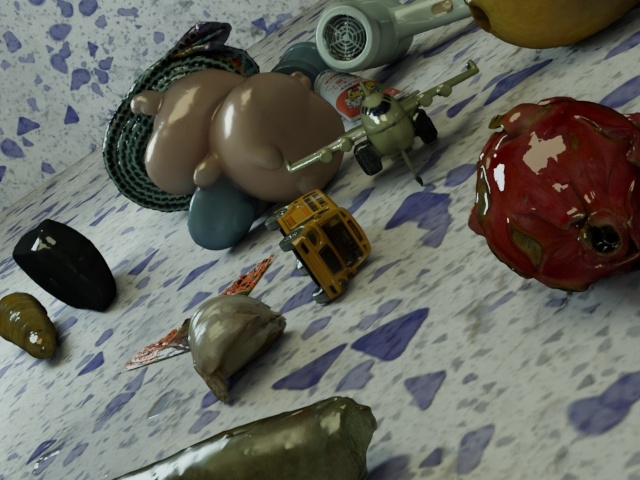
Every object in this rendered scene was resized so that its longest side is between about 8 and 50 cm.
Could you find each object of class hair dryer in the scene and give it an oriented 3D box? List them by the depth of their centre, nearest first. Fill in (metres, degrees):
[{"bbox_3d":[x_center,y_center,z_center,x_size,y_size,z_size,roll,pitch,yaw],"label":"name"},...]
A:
[{"bbox_3d":[0.176,-0.341,1.560,0.357,0.108,0.173,-16,8,25],"label":"hair dryer"}]

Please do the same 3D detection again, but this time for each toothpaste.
[{"bbox_3d":[0.049,-0.205,1.541,0.089,0.057,0.234,-28,23,-8],"label":"toothpaste"}]

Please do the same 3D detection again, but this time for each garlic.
[{"bbox_3d":[-0.081,0.084,0.953,0.094,0.074,0.113,-48,2,-6],"label":"garlic"}]

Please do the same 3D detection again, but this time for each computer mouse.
[{"bbox_3d":[-0.363,0.029,1.549,0.086,0.137,0.269,-51,19,-17],"label":"computer mouse"}]

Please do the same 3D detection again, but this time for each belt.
[{"bbox_3d":[-0.204,-0.182,1.661,0.295,0.207,0.160,-45,13,14],"label":"belt"}]

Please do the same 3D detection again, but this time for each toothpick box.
[{"bbox_3d":[-0.033,-0.255,1.741,0.101,0.101,0.153,-30,16,20],"label":"toothpick box"}]

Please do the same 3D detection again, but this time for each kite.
[{"bbox_3d":[-0.123,0.091,1.137,0.222,0.008,0.125,-38,19,-4],"label":"kite"}]

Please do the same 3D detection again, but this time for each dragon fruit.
[{"bbox_3d":[0.161,-0.033,0.692,0.136,0.133,0.166,-27,16,6],"label":"dragon fruit"}]

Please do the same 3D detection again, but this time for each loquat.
[{"bbox_3d":[0.261,-0.317,1.166,0.238,0.193,0.238,-33,10,6],"label":"loquat"}]

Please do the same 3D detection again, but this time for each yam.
[{"bbox_3d":[-0.096,0.178,0.732,0.317,0.067,0.071,-26,27,28],"label":"yam"}]

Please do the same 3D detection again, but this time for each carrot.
[{"bbox_3d":[-0.399,0.128,1.482,0.078,0.078,0.298,-40,20,-14],"label":"carrot"}]

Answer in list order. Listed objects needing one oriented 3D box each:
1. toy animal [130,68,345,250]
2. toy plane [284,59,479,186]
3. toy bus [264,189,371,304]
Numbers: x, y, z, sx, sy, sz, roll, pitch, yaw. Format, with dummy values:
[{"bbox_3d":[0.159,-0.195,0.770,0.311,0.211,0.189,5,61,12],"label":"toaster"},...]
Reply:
[{"bbox_3d":[-0.096,-0.128,1.337,0.221,0.210,0.230,-37,49,26],"label":"toy animal"},{"bbox_3d":[0.071,-0.126,1.169,0.242,0.104,0.256,-28,18,5],"label":"toy plane"},{"bbox_3d":[0.000,0.000,1.029,0.074,0.070,0.162,-34,15,-1],"label":"toy bus"}]
